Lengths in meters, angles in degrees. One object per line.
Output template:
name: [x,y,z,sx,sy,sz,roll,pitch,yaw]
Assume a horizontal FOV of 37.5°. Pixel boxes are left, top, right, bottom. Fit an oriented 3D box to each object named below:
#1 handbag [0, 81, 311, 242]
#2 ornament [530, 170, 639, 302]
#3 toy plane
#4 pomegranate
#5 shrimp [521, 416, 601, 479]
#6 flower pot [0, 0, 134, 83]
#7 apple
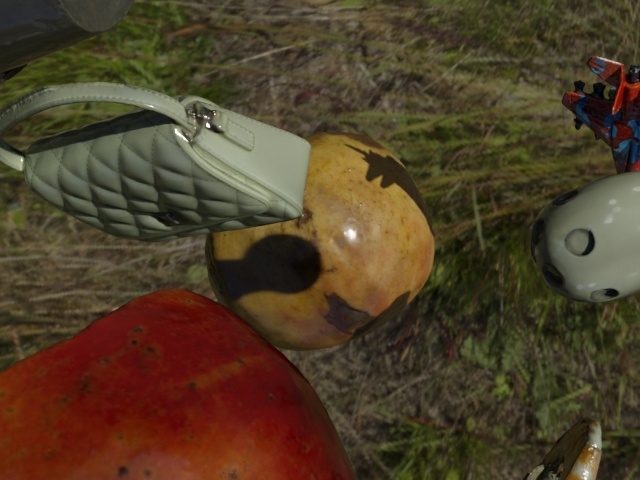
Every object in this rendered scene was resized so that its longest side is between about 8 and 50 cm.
handbag: [-0.155,-0.065,0.775,0.256,0.219,0.079,-8,68,44]
ornament: [0.203,-0.013,0.559,0.156,0.081,0.074,-21,112,17]
toy plane: [0.278,-0.088,0.825,0.130,0.061,0.189,11,154,23]
pomegranate: [0.000,0.000,1.140,0.281,0.281,0.281,6,113,15]
shrimp: [0.178,0.237,0.785,0.035,0.148,0.195,31,72,2]
flower pot: [-0.279,-0.281,0.905,0.166,0.269,0.269,3,112,20]
apple: [-0.134,0.228,0.617,0.295,0.365,0.328,-30,84,54]
